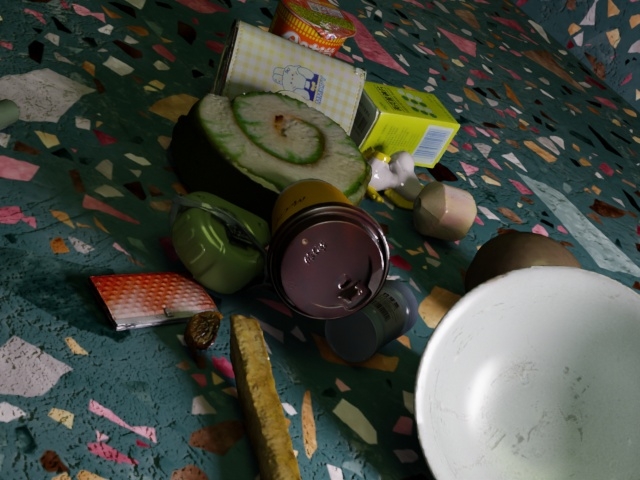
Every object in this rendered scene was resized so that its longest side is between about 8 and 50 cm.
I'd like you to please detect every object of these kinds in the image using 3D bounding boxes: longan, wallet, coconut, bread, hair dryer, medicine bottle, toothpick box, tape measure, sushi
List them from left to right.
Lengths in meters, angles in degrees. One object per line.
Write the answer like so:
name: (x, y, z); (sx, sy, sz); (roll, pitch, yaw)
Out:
hair dryer: (-0.590, -0.231, 1.890); (0.150, 0.047, 0.071); (25, 26, 11)
wallet: (-0.254, 0.088, 1.713); (0.196, 0.020, 0.103); (-3, 44, -45)
sushi: (-0.178, 0.138, 1.685); (0.050, 0.047, 0.099); (25, 45, 13)
tape measure: (-0.161, 0.002, 1.826); (0.200, 0.106, 0.175); (31, 30, -40)
bread: (-0.096, -0.147, 2.109); (0.382, 0.129, 0.366); (24, 33, -9)
wallet: (-0.067, -0.314, 2.336); (0.309, 0.077, 0.223); (19, 74, -22)
toothpick box: (0.087, 0.133, 1.872); (0.101, 0.101, 0.153); (40, 30, 16)
medicine bottle: (0.166, -0.258, 2.506); (0.250, 0.141, 0.137); (5, 40, -37)
coconut: (0.247, -0.060, 2.300); (0.122, 0.116, 0.116); (19, 31, -25)
longan: (0.392, 0.097, 2.087); (0.248, 0.248, 0.248); (23, 30, -14)

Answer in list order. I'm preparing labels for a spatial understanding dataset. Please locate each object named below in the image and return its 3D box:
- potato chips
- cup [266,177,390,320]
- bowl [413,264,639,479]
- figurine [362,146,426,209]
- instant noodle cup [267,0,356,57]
potato chips: (-0.071, 0.266, 1.555); (0.057, 0.080, 0.407); (-1, 41, -18)
cup: (0.000, 0.000, 1.824); (0.196, 0.196, 0.279); (21, 17, -16)
bowl: (0.352, 0.274, 1.736); (0.435, 0.196, 0.434); (0, 70, 1)
figurine: (0.153, -0.128, 2.362); (0.178, 0.109, 0.129); (6, 64, -37)
instant noodle cup: (-0.051, -0.420, 2.480); (0.193, 0.212, 0.193); (23, 30, -14)
